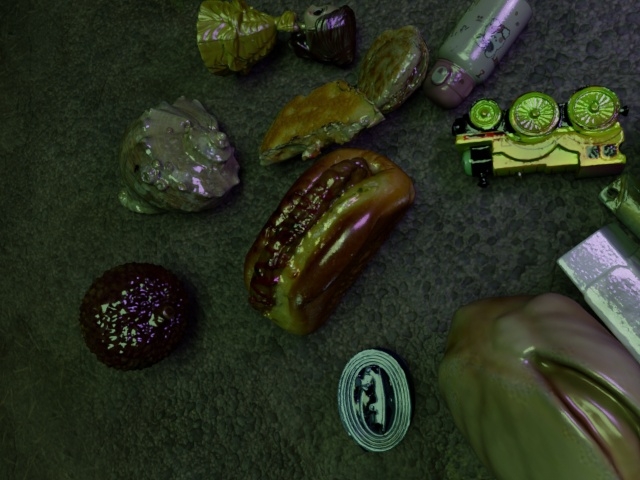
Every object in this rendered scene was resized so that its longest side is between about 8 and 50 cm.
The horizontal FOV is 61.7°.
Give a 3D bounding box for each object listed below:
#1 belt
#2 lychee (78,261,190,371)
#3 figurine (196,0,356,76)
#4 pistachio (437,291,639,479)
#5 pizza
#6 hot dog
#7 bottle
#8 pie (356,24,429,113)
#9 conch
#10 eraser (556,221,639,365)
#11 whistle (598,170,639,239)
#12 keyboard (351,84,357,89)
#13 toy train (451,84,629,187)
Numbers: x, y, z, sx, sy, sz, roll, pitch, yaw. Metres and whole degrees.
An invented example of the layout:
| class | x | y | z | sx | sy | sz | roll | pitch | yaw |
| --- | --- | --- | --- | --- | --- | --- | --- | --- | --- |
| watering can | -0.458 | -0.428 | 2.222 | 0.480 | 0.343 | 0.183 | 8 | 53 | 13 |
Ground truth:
| class | x | y | z | sx | sy | sz | roll | pitch | yaw |
| --- | --- | --- | --- | --- | --- | --- | --- | --- | --- |
| belt | 0.108 | 0.303 | 1.019 | 0.141 | 0.082 | 0.191 | -7 | 80 | 17 |
| lychee | -0.406 | 0.164 | 1.155 | 0.271 | 0.235 | 0.236 | -17 | 77 | 43 |
| figurine | -0.079 | -0.447 | 1.141 | 0.314 | 0.187 | 0.168 | -2 | 93 | 14 |
| pistachio | 0.365 | 0.259 | 0.780 | 0.281 | 0.365 | 0.445 | -46 | 70 | -5 |
| pizza | 0.007 | -0.238 | 1.076 | 0.296 | 0.071 | 0.189 | -11 | 49 | 39 |
| hot dog | -0.001 | -0.001 | 1.023 | 0.185 | 0.223 | 0.405 | 38 | 98 | 17 |
| bottle | 0.287 | -0.359 | 1.016 | 0.110 | 0.110 | 0.233 | 39 | 97 | 20 |
| pie | 0.136 | -0.336 | 1.063 | 0.194 | 0.078 | 0.163 | -53 | 46 | 18 |
| conch | -0.353 | -0.190 | 1.195 | 0.351 | 0.210 | 0.298 | -16 | 64 | 16 |
| eraser | 0.545 | 0.152 | 0.821 | 0.082 | 0.213 | 0.397 | -46 | 69 | 32 |
| whistle | 0.595 | 0.024 | 0.882 | 0.068 | 0.057 | 0.327 | -40 | 72 | 12 |
| keyboard | 0.050 | -0.298 | 1.150 | 0.154 | 0.010 | 0.053 | -14 | 80 | 18 |
| toy train | 0.386 | -0.179 | 0.959 | 0.295 | 0.100 | 0.161 | -2 | 81 | 20 |
